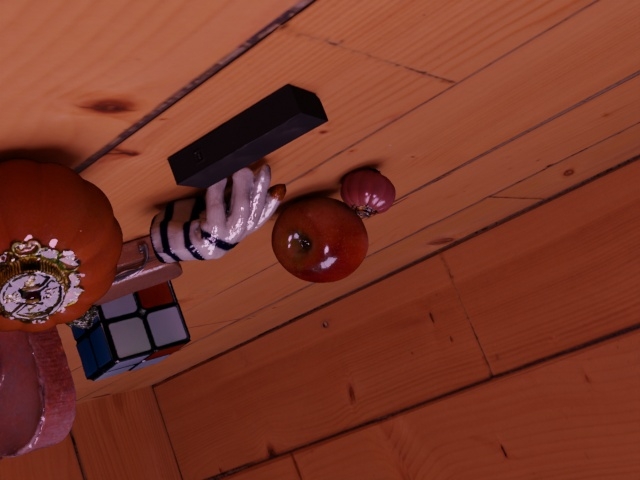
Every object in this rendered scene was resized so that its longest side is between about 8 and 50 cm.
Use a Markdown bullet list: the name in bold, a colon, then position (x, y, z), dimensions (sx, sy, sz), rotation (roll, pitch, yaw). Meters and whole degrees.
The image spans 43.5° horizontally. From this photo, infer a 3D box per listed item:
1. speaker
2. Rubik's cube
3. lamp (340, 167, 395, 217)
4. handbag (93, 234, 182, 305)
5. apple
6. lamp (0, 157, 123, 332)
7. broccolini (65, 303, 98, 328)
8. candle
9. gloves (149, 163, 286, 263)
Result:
- **speaker**: position (-0.102, -0.138, 1.104), dimensions (0.218, 0.044, 0.082), rotation (-26, 168, 26)
- **Rubik's cube**: position (-0.402, 0.171, 1.663), dimensions (0.180, 0.183, 0.167), rotation (-10, 165, -38)
- **lamp**: position (0.091, -0.092, 1.539), dimensions (0.108, 0.092, 0.107), rotation (14, 165, 4)
- **handbag**: position (-0.356, 0.054, 1.477), dimensions (0.193, 0.072, 0.151), rotation (-17, 168, -12)
- **apple**: position (0.000, 0.000, 1.581), dimensions (0.181, 0.181, 0.168), rotation (-26, 176, 22)
- **lamp**: position (-0.351, 0.007, 0.959), dimensions (0.223, 0.196, 0.223), rotation (-11, 128, -15)
- **broccolini**: position (-0.507, 0.116, 1.396), dimensions (0.239, 0.054, 0.051), rotation (12, 119, -32)
- **candle**: position (-0.604, 0.244, 1.550), dimensions (0.317, 0.287, 0.131), rotation (21, -173, 21)
- **gloves**: position (-0.157, -0.036, 1.284), dimensions (0.219, 0.131, 0.140), rotation (-12, 171, 2)
